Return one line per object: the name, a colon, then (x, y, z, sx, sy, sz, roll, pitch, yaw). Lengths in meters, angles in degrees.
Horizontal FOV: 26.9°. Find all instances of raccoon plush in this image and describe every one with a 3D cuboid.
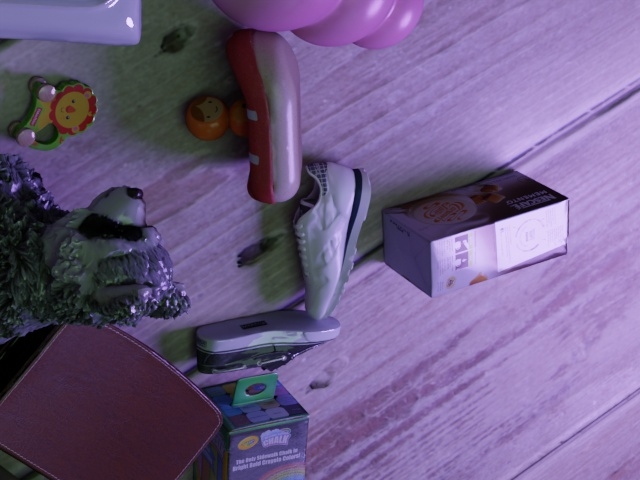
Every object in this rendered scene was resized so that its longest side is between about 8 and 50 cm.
raccoon plush: (-0.352, 0.105, 1.610, 0.446, 0.299, 0.216, -60, 168, 26)

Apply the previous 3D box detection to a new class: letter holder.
letter holder: (-0.308, 0.210, 1.796, 0.214, 0.152, 0.302, -50, 127, -3)

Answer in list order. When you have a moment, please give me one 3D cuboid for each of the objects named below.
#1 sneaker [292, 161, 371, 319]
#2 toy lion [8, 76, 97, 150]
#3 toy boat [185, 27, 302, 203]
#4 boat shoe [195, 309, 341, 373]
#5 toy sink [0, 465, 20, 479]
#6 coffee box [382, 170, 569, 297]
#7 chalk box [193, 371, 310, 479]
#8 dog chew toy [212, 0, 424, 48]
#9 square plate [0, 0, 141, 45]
sneaker: (0.000, 0.000, 1.927, 0.095, 0.090, 0.235, 7, 105, -19)
toy lion: (-0.330, -0.157, 1.686, 0.096, 0.034, 0.100, 19, 102, -43)
toy boat: (-0.103, -0.164, 1.765, 0.151, 0.151, 0.231, -1, 116, 2)
boat shoe: (-0.077, 0.150, 1.951, 0.219, 0.078, 0.070, -6, 114, -19)
toy sink: (-0.435, 0.404, 1.810, 0.131, 0.153, 0.234, -45, 128, -5)
coffee box: (0.233, -0.013, 2.009, 0.247, 0.141, 0.098, -16, 119, -23)
chalk box: (-0.103, 0.284, 1.960, 0.132, 0.132, 0.213, -7, 115, -26)
dog chew toy: (0.003, -0.340, 1.697, 0.332, 0.206, 0.206, 18, 102, -44)
square plate: (-0.345, -0.394, 1.493, 0.347, 0.049, 0.344, -4, 101, -35)
